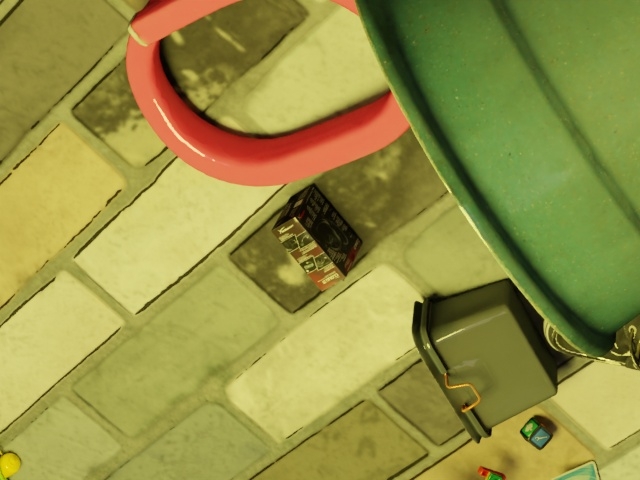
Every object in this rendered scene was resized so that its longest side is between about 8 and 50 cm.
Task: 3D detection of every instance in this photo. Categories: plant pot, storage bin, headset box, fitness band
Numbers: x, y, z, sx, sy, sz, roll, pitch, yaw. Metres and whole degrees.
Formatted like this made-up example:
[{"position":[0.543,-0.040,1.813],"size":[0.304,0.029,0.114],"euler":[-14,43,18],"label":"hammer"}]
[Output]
[{"position":[0.251,-0.147,1.140],"size":[0.334,0.341,0.341],"euler":[-33,108,16],"label":"plant pot"},{"position":[0.154,0.107,1.483],"size":[0.091,0.098,0.135],"euler":[-25,112,19],"label":"storage bin"},{"position":[0.000,0.000,1.476],"size":[0.032,0.062,0.083],"euler":[-29,110,31],"label":"headset box"},{"position":[-0.040,-0.144,1.370],"size":[0.291,0.054,0.209],"euler":[-18,123,38],"label":"fitness band"}]

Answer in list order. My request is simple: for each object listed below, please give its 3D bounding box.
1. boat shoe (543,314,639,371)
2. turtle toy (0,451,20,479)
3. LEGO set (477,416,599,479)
[{"position":[0.306,0.086,1.424],"size":[0.229,0.076,0.080],"euler":[1,122,17],"label":"boat shoe"},{"position":[-0.377,0.264,1.767],"size":[0.095,0.066,0.130],"euler":[-33,107,32],"label":"turtle toy"},{"position":[0.193,0.291,1.591],"size":[0.182,0.060,0.244],"euler":[-21,114,-11],"label":"LEGO set"}]
